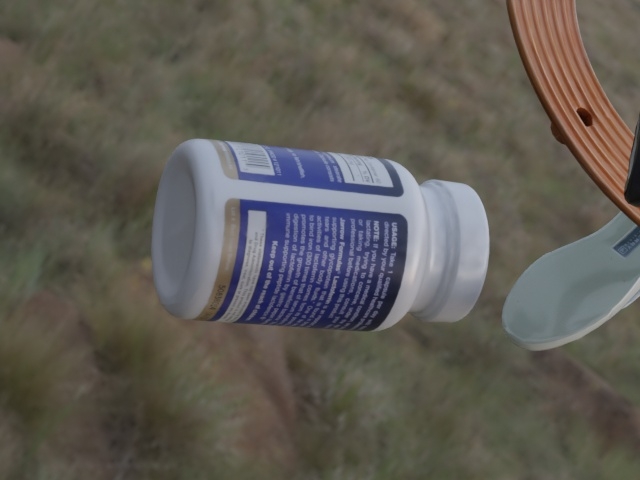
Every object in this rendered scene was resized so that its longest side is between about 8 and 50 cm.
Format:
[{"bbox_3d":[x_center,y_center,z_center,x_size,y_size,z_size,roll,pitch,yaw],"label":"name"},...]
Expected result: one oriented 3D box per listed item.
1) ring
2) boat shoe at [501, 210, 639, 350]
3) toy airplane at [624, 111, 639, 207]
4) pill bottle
[{"bbox_3d":[0.257,-0.121,1.221,0.336,0.032,0.336,18,56,-28],"label":"ring"},{"bbox_3d":[0.251,0.032,1.484,0.079,0.227,0.081,45,-19,27],"label":"boat shoe"},{"bbox_3d":[0.244,-0.204,0.777,0.384,0.386,0.272,57,-2,14],"label":"toy airplane"},{"bbox_3d":[0.000,0.000,1.458,0.264,0.153,0.153,5,28,-21],"label":"pill bottle"}]
